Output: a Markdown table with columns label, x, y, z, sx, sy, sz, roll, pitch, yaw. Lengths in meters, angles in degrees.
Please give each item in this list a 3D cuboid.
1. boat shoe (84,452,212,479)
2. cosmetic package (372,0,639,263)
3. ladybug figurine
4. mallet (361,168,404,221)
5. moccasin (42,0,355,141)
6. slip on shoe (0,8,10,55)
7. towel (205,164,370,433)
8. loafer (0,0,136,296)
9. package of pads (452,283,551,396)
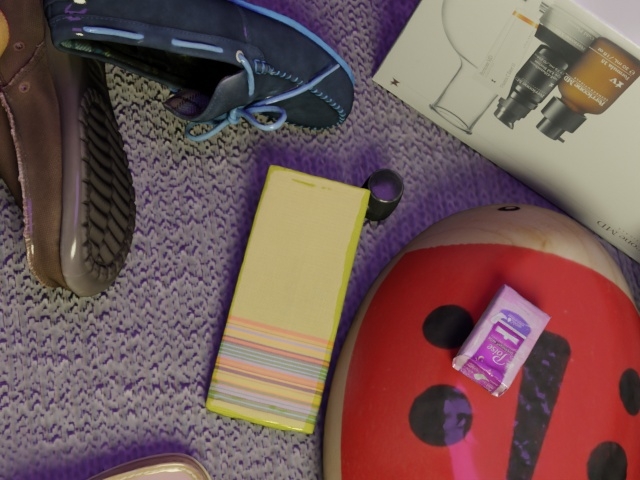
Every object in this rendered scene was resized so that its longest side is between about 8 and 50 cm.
| label | x | y | z | sx | sy | sz | roll | pitch | yaw |
| --- | --- | --- | --- | --- | --- | --- | --- | --- | --- |
| boat shoe | -0.214 | 0.262 | 1.111 | 0.302 | 0.098 | 0.109 | -24 | 78 | -22 |
| cosmetic package | 0.261 | -0.141 | 1.296 | 0.377 | 0.284 | 0.097 | 34 | 66 | 0 |
| ladybug figurine | 0.164 | 0.159 | 1.220 | 0.305 | 0.162 | 0.450 | 17 | 66 | -9 |
| mallet | 0.000 | 0.000 | 1.311 | 0.189 | 0.062 | 0.039 | -37 | 81 | -9 |
| moccasin | -0.114 | -0.156 | 1.250 | 0.342 | 0.137 | 0.117 | 19 | 62 | -34 |
| slip on shoe | -0.410 | -0.223 | 1.209 | 0.331 | 0.123 | 0.101 | 28 | 39 | 23 |
| towel | -0.029 | 0.054 | 1.258 | 0.102 | 0.021 | 0.237 | 15 | 77 | -5 |
| loafer | -0.257 | -0.108 | 1.243 | 0.130 | 0.134 | 0.366 | -15 | 62 | 7 |
| package of pads | 0.151 | 0.083 | 1.138 | 0.050 | 0.032 | 0.083 | 35 | 64 | 4 |
